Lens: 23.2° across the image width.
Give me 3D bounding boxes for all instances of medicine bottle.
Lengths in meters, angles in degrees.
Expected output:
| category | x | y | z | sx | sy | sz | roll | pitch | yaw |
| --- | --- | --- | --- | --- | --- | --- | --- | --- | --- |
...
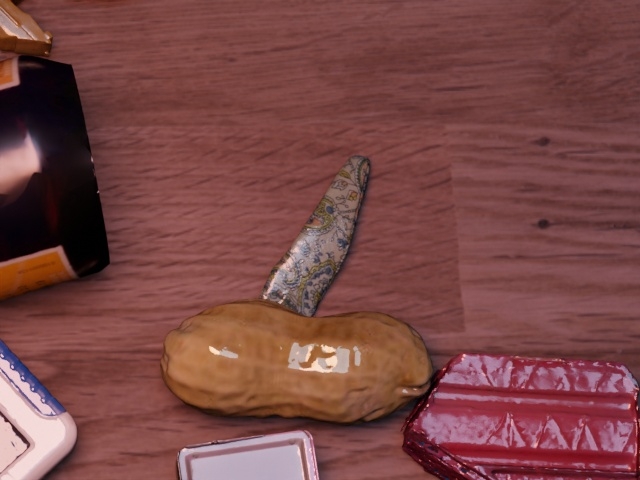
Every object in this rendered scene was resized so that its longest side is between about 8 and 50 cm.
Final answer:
| category | x | y | z | sx | sy | sz | roll | pitch | yaw |
| --- | --- | --- | --- | --- | --- | --- | --- | --- | --- |
| medicine bottle | -0.419 | -0.041 | 1.571 | 0.395 | 0.242 | 0.242 | -11 | 77 | -5 |

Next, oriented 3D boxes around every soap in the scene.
| category | x | y | z | sx | sy | sz | roll | pitch | yaw |
| --- | --- | --- | --- | --- | --- | --- | --- | --- | --- |
| soap | 0.213 | 0.206 | 1.667 | 0.250 | 0.099 | 0.162 | 5 | 75 | -7 |

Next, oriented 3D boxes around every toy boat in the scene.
| category | x | y | z | sx | sy | sz | roll | pitch | yaw |
| --- | --- | --- | --- | --- | --- | --- | --- | --- | --- |
| toy boat | -0.366 | -0.286 | 1.735 | 0.077 | 0.057 | 0.200 | -38 | 84 | -22 |

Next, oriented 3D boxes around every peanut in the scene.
| category | x | y | z | sx | sy | sz | roll | pitch | yaw |
| --- | --- | --- | --- | --- | --- | --- | --- | --- | --- |
| peanut | -0.023 | 0.129 | 1.644 | 0.290 | 0.130 | 0.130 | 6 | 75 | -9 |

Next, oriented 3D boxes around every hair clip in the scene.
| category | x | y | z | sx | sy | sz | roll | pitch | yaw |
| --- | --- | --- | --- | --- | --- | --- | --- | --- | --- |
| hair clip | 0.000 | 0.000 | 1.723 | 0.066 | 0.036 | 0.229 | 30 | 73 | -6 |

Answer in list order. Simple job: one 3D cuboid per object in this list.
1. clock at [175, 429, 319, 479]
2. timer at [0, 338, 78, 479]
| category | x | y | z | sx | sy | sz | roll | pitch | yaw |
| --- | --- | --- | --- | --- | --- | --- | --- | --- | --- |
| clock | -0.067 | 0.302 | 1.616 | 0.147 | 0.071 | 0.192 | -7 | 77 | -10 |
| timer | -0.389 | 0.222 | 1.589 | 0.253 | 0.078 | 0.178 | -42 | 87 | -14 |
